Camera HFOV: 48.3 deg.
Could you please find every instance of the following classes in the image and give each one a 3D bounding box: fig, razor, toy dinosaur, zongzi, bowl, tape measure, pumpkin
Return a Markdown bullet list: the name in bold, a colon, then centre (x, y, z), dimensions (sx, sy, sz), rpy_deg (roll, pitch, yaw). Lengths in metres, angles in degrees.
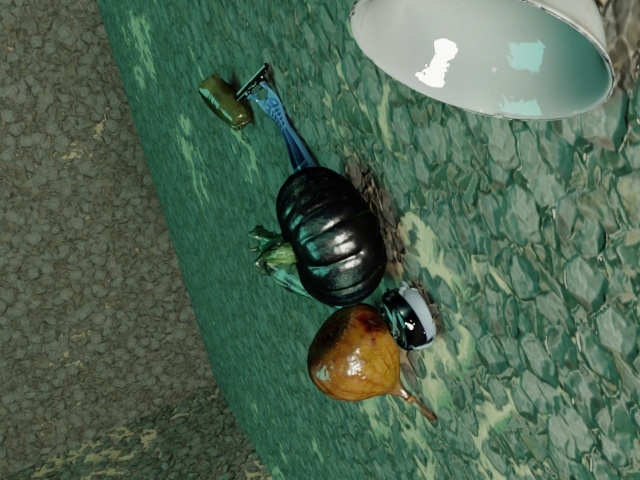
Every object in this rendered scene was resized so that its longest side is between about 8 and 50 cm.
- **fig**: centre (0.085, 0.187, 1.051), dimensions (0.201, 0.146, 0.133), rpy_deg (31, 169, -10)
- **razor**: centre (-0.050, -0.160, 1.124), dimensions (0.082, 0.042, 0.253), rpy_deg (-41, 67, 27)
- **toy dinosaur**: centre (-0.017, 0.051, 1.219), dimensions (0.291, 0.120, 0.079), rpy_deg (30, 132, 27)
- **zongzi**: centre (-0.159, -0.239, 1.368), dimensions (0.154, 0.062, 0.130), rpy_deg (48, 178, 12)
- **bowl**: centre (0.121, -0.164, 0.504), dimensions (0.189, 0.188, 0.086), rpy_deg (-6, 65, 71)
- **tape measure**: centre (0.111, 0.101, 0.927), dimensions (0.091, 0.054, 0.094), rpy_deg (64, 168, 11)
- **pumpkin**: centre (0.012, -0.005, 0.962), dimensions (0.194, 0.150, 0.194), rpy_deg (34, 148, 25)
